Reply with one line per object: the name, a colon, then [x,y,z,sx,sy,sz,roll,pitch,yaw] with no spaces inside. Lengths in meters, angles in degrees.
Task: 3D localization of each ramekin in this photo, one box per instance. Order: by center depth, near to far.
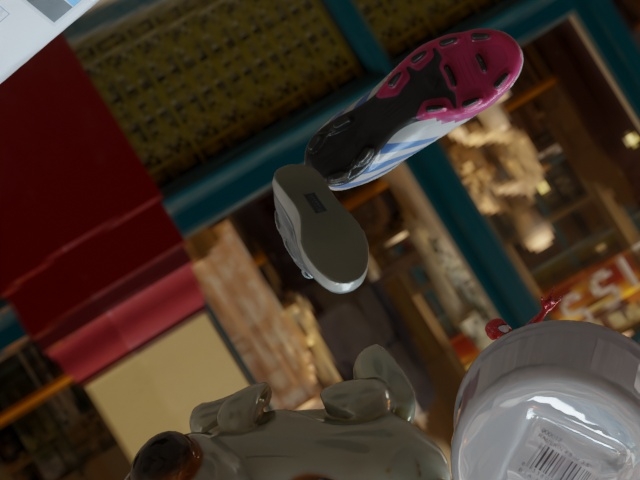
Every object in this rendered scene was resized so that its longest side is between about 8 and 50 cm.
ramekin: [0.281,0.243,1.625,0.277,0.277,0.135,-32,-175,21]

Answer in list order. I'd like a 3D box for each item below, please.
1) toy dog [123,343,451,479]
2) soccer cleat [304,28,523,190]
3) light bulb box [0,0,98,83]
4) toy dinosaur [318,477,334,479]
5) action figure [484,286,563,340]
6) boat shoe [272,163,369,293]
toy dog: [-0.062,0.341,1.786,0.408,0.284,0.395,-7,-157,-19]
soccer cleat: [0.124,-0.180,1.896,0.331,0.116,0.143,-30,174,12]
light bulb box: [-0.523,-0.489,2.275,0.361,0.225,0.358,-36,-137,16]
toy dinosaur: [-0.074,0.380,1.566,0.296,0.200,0.127,-17,-167,-10]
action figure: [0.362,0.184,2.010,0.139,0.280,0.091,-48,-167,9]
boat shoe: [-0.001,0.000,1.671,0.079,0.227,0.081,-10,131,-15]
